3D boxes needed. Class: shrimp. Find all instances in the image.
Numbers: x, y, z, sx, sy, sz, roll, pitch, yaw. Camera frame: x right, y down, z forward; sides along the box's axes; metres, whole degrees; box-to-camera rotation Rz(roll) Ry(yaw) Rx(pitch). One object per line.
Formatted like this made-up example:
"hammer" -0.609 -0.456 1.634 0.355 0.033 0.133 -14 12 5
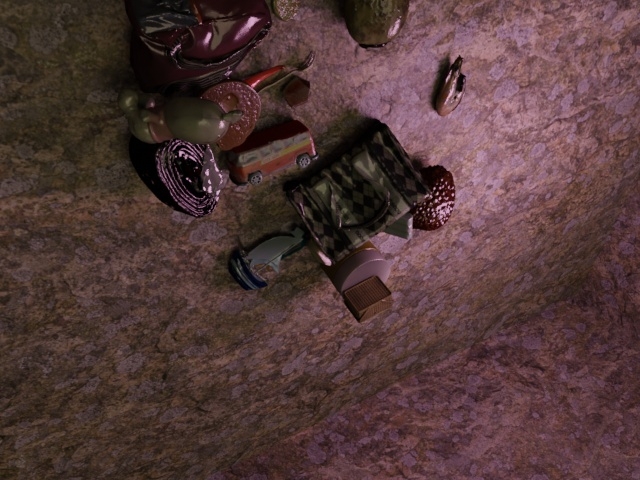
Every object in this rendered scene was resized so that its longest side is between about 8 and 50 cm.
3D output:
"shrimp" 0.449 -0.515 1.772 0.126 0.047 0.223 -23 145 -27

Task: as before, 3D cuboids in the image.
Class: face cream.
"face cream" 0.129 0.097 2.033 0.218 0.179 0.218 -20 138 -19

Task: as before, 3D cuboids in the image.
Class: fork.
"fork" -0.099 -0.442 1.448 0.219 0.034 0.028 -36 133 -2

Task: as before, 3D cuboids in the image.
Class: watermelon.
"watermelon" -0.058 -0.404 1.489 0.084 0.072 0.092 -31 149 21

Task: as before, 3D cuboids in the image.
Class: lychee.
"lychee" 0.381 -0.150 1.944 0.271 0.236 0.236 -51 140 1

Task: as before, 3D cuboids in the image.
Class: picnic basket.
"picnic basket" 0.176 0.215 1.950 0.164 0.115 0.079 -26 138 -13

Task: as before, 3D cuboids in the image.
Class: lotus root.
"lotus root" -0.002 -0.001 1.904 0.144 0.070 0.143 41 67 -34
"lotus root" 0.136 -0.644 1.338 0.173 0.173 0.309 -21 131 -18

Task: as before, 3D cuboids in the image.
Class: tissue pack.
"tissue pack" -0.108 0.019 1.905 0.138 0.028 0.085 -30 137 -3

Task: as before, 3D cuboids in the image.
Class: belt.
"belt" -0.379 -0.193 1.398 0.184 0.164 0.289 -51 145 -25

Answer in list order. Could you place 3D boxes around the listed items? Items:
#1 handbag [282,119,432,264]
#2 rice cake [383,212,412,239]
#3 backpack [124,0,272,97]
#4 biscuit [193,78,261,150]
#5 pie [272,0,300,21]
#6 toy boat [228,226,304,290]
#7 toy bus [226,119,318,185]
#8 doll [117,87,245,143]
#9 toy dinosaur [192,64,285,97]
"handbag" 0.113 -0.162 1.738 0.416 0.180 0.317 -37 114 6
"rice cake" 0.222 -0.076 1.906 0.043 0.237 0.127 -57 150 -32
"backpack" -0.260 -0.452 1.171 0.317 0.197 0.283 -20 175 -21
"biscuit" -0.239 -0.320 1.313 0.181 0.049 0.208 -53 149 14
"pie" -0.085 -0.590 1.324 0.085 0.017 0.085 -22 139 -20
"toy boat" -0.174 0.057 1.847 0.291 0.067 0.220 -34 135 2
"toy bus" -0.147 -0.256 1.538 0.265 0.121 0.120 -23 131 -15
"doll" -0.308 -0.263 1.177 0.275 0.155 0.113 9 93 5
"toy dinosaur" -0.239 -0.401 1.382 0.286 0.070 0.139 -44 118 6
